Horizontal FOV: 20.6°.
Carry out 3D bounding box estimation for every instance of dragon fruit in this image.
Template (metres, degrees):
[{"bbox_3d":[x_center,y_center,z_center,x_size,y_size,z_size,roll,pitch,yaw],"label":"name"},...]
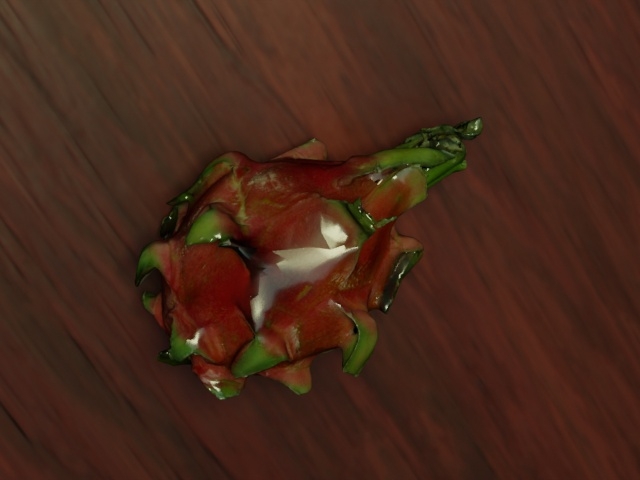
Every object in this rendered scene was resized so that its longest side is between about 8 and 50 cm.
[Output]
[{"bbox_3d":[-0.001,0.000,1.043,0.236,0.137,0.135,-26,120,6],"label":"dragon fruit"}]
